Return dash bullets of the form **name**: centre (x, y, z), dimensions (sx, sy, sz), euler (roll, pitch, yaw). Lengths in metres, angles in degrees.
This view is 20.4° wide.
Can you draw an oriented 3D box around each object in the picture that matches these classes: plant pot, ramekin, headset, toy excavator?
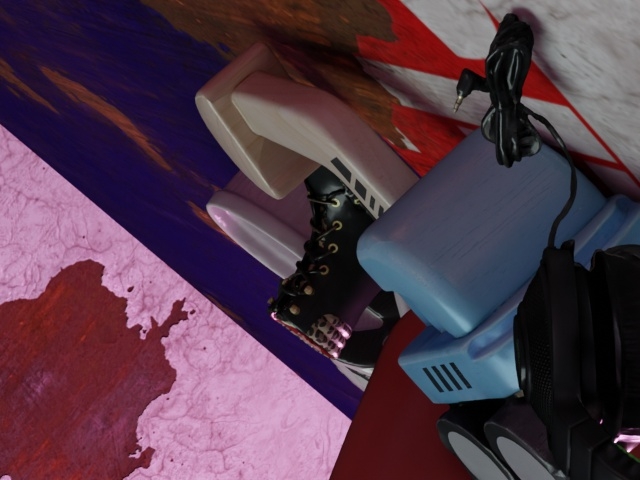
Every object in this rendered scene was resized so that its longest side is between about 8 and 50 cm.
- **plant pot**: centre (0.131, 0.223, 1.625), dimensions (0.275, 0.243, 0.275), euler (19, 134, 21)
- **ramekin**: centre (-0.014, -0.020, 1.977), dimensions (0.207, 0.109, 0.207), euler (34, 170, 7)
- **headset**: centre (0.220, 0.022, 1.114), dimensions (0.394, 0.243, 0.185), euler (51, 156, 41)
- **toy excavator**: centre (0.098, -0.011, 1.467), dimensions (0.445, 0.222, 0.433), euler (50, 167, -3)

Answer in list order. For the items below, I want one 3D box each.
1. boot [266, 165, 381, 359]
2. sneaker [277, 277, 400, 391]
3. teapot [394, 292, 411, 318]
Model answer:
- **boot**: centre (0.002, 0.001, 1.809), dimensions (0.085, 0.178, 0.236), euler (26, 167, 47)
- **sneaker**: centre (0.148, 0.181, 2.334), dimensions (0.447, 0.169, 0.257), euler (42, 180, 12)
- **teapot**: centre (0.203, 0.143, 1.823), dimensions (0.252, 0.187, 0.256), euler (8, 130, 29)
